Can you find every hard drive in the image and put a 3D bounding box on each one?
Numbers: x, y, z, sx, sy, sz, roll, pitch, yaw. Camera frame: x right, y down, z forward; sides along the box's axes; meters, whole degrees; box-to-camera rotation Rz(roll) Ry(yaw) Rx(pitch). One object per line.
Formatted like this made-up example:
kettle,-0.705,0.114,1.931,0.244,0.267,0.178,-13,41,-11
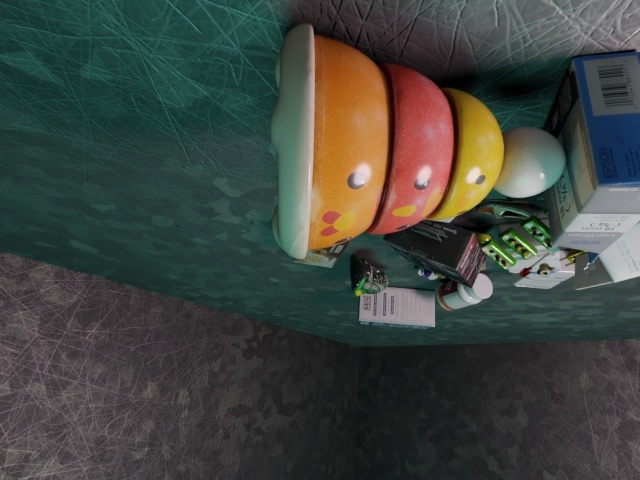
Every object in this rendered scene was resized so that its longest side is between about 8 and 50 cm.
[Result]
hard drive,0.547,-0.122,1.019,0.135,0.022,0.094,6,158,-4

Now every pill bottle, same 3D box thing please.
pill bottle,0.591,0.211,1.704,0.121,0.121,0.221,13,156,-18

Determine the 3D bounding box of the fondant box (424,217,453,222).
fondant box,0.184,-0.145,0.947,0.331,0.096,0.238,8,158,-4

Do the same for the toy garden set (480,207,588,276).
toy garden set,0.601,0.032,1.128,0.204,0.049,0.244,36,136,-13

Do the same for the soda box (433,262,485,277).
soda box,0.499,0.086,1.495,0.058,0.061,0.181,21,154,-33

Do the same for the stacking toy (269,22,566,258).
stacking toy,0.164,-0.143,0.664,0.480,0.350,0.350,1,158,-4

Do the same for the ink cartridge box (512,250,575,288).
ink cartridge box,0.776,0.101,1.443,0.140,0.082,0.190,5,159,3

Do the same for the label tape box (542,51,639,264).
label tape box,0.474,-0.119,0.749,0.106,0.240,0.333,-1,157,13

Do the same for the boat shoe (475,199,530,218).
boat shoe,0.487,-0.081,1.108,0.137,0.043,0.049,1,160,13

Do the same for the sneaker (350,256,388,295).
sneaker,0.194,0.140,1.644,0.146,0.134,0.343,-5,166,8

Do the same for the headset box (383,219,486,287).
headset box,0.324,0.020,1.161,0.218,0.110,0.293,24,177,32

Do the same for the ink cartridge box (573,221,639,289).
ink cartridge box,0.705,-0.032,0.878,0.354,0.119,0.207,-28,-175,37

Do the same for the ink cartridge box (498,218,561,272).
ink cartridge box,0.640,0.021,1.261,0.154,0.093,0.212,-7,153,29

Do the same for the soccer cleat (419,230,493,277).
soccer cleat,0.437,0.052,1.342,0.094,0.121,0.289,18,155,-28

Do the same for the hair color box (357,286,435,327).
hair color box,0.353,0.315,1.947,0.348,0.173,0.105,5,159,2

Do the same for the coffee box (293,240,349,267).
coffee box,0.000,0.000,1.342,0.141,0.098,0.246,9,158,-10

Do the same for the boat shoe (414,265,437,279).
boat shoe,0.420,0.123,1.637,0.125,0.038,0.046,14,115,-34
